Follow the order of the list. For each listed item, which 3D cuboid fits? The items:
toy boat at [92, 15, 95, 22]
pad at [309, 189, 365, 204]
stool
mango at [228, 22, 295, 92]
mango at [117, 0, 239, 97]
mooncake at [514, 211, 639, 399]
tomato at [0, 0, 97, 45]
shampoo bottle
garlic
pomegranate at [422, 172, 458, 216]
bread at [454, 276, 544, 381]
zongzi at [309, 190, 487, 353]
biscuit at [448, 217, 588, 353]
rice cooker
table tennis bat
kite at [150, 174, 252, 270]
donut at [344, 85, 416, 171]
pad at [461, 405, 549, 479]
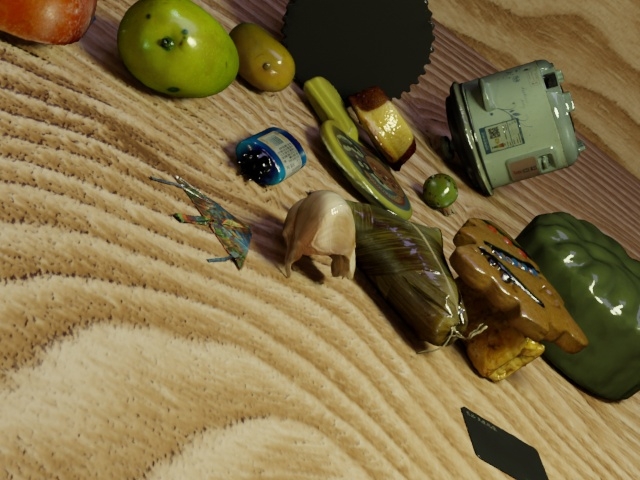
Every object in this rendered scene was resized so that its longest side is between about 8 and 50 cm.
[{"bbox_3d":[-0.408,-0.359,1.851,0.149,0.034,0.105,16,33,-25],"label":"toy boat"},{"bbox_3d":[0.061,-0.031,2.039,0.113,0.006,0.188,51,21,27],"label":"pad"},{"bbox_3d":[0.074,-0.444,2.505,0.297,0.297,0.330,37,17,-12],"label":"stool"},{"bbox_3d":[-0.108,-0.331,2.218,0.130,0.092,0.194,32,18,-19],"label":"mango"},{"bbox_3d":[-0.211,-0.295,1.910,0.175,0.143,0.293,37,10,6],"label":"mango"},{"bbox_3d":[0.490,0.108,2.253,0.356,0.194,0.356,36,21,-16],"label":"mooncake"},{"bbox_3d":[-0.432,-0.421,1.720,0.338,0.143,0.338,29,27,-17],"label":"tomato"},{"bbox_3d":[-0.079,-0.129,1.923,0.087,0.050,0.183,45,20,2],"label":"shampoo bottle"},{"bbox_3d":[-0.008,-0.010,1.734,0.099,0.124,0.174,2,3,-20],"label":"garlic"},{"bbox_3d":[0.230,-0.090,2.377,0.073,0.073,0.084,56,-12,33],"label":"pomegranate"},{"bbox_3d":[0.269,0.124,1.955,0.083,0.114,0.211,47,14,-36],"label":"bread"},{"bbox_3d":[0.097,0.045,1.823,0.241,0.111,0.247,21,30,-27],"label":"zongzi"},{"bbox_3d":[0.295,0.046,1.937,0.278,0.043,0.301,32,24,-25],"label":"biscuit"},{"bbox_3d":[0.403,-0.245,2.679,0.317,0.317,0.264,22,47,-41],"label":"rice cooker"},{"bbox_3d":[0.060,-0.172,2.251,0.224,0.054,0.368,29,25,-47],"label":"table tennis bat"},{"bbox_3d":[-0.141,-0.025,1.667,0.160,0.010,0.183,9,38,-54],"label":"kite"},{"bbox_3d":[0.118,-0.215,2.330,0.166,0.073,0.184,55,1,34],"label":"donut"},{"bbox_3d":[0.264,0.299,1.745,0.157,0.003,0.112,31,23,-24],"label":"pad"}]
